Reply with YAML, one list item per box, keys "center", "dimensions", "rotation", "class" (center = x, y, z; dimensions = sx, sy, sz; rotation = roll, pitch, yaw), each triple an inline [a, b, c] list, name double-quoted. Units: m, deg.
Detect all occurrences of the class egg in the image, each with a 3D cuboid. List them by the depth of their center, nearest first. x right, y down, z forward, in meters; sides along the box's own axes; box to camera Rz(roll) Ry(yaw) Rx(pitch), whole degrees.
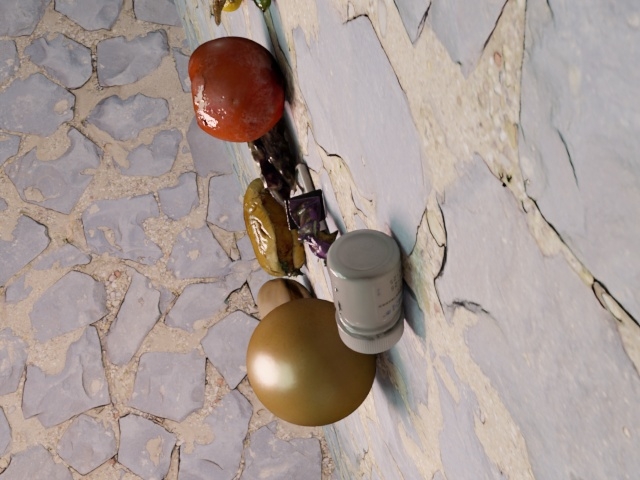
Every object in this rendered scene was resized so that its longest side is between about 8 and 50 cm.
- center: [-0.017, 0.236, 1.308]
  dimensions: [0.322, 0.250, 0.250]
  rotation: [154, 98, -75]
  class: "egg"

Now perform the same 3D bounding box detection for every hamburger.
- center: [-0.137, -0.038, 1.851]
  dimensions: [0.211, 0.133, 0.308]
  rotation: [107, 145, -78]
  class: "hamburger"

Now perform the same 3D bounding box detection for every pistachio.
- center: [-0.088, 0.225, 1.926]
  dimensions: [0.197, 0.166, 0.288]
  rotation: [104, 150, -44]
  class: "pistachio"

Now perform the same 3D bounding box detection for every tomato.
- center: [-0.162, -0.298, 1.322]
  dimensions: [0.208, 0.185, 0.208]
  rotation: [172, 90, -81]
  class: "tomato"

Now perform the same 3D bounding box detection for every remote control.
- center: [-0.009, -0.037, 1.414]
  dimensions: [0.067, 0.029, 0.260]
  rotation: [163, 89, -80]
  class: "remote control"

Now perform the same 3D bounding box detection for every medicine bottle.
- center: [0.068, 0.074, 0.961]
  dimensions: [0.105, 0.105, 0.168]
  rotation: [-118, 13, -46]
  class: "medicine bottle"

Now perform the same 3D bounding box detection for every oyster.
- center: [-0.119, -0.219, 1.497]
  dimensions: [0.275, 0.100, 0.271]
  rotation: [-118, 6, -53]
  class: "oyster"

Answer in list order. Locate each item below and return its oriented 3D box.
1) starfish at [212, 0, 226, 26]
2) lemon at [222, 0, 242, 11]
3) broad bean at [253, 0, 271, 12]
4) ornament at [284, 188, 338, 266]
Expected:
- center: [-0.218, -0.576, 1.403]
  dimensions: [0.277, 0.062, 0.235]
  rotation: [-15, 78, 63]
  class: "starfish"
- center: [-0.205, -0.541, 1.491]
  dimensions: [0.083, 0.062, 0.062]
  rotation: [-120, 15, -59]
  class: "lemon"
- center: [-0.150, -0.553, 1.186]
  dimensions: [0.144, 0.050, 0.291]
  rotation: [-133, 27, -66]
  class: "broad bean"
- center: [0.000, 0.004, 1.280]
  dimensions: [0.081, 0.088, 0.203]
  rotation: [82, 165, -51]
  class: "ornament"
